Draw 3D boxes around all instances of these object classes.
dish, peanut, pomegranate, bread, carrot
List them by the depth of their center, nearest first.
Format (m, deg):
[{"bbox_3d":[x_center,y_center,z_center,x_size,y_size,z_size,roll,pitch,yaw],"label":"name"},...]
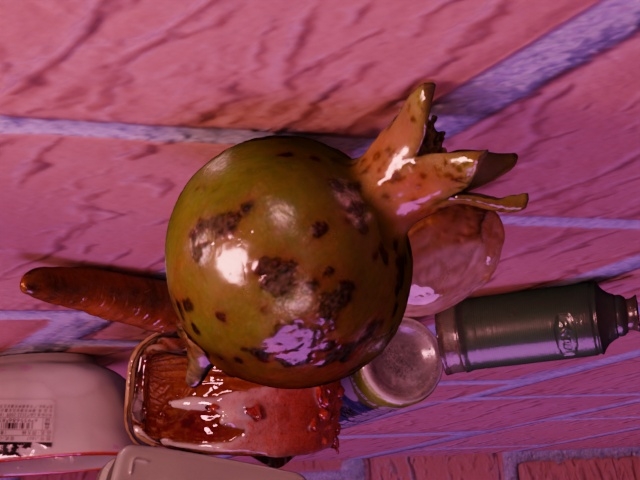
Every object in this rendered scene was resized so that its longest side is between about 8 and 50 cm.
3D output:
[{"bbox_3d":[0.012,0.005,0.880,0.220,0.156,0.156,-13,166,19],"label":"pomegranate"},{"bbox_3d":[0.023,0.015,1.065,0.206,0.087,0.087,-8,168,17],"label":"peanut"},{"bbox_3d":[-0.168,0.042,1.240,0.047,0.047,0.191,-12,162,32],"label":"carrot"},{"bbox_3d":[-0.082,0.148,1.568,0.224,0.143,0.212,4,180,-28],"label":"bread"},{"bbox_3d":[-0.304,0.186,1.686,0.256,0.117,0.256,-5,167,-1],"label":"dish"}]

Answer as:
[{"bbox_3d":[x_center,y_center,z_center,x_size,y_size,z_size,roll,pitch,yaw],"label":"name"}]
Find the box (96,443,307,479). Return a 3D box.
[{"bbox_3d":[-0.117,0.279,1.501,0.210,0.148,0.129,11,155,-9],"label":"box"}]

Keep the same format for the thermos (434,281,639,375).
[{"bbox_3d":[0.206,0.082,1.482,0.187,0.073,0.083,-8,166,14],"label":"thermos"}]

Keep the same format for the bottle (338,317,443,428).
[{"bbox_3d":[0.032,0.155,1.718,0.093,0.093,0.330,0,167,-18],"label":"bottle"}]
